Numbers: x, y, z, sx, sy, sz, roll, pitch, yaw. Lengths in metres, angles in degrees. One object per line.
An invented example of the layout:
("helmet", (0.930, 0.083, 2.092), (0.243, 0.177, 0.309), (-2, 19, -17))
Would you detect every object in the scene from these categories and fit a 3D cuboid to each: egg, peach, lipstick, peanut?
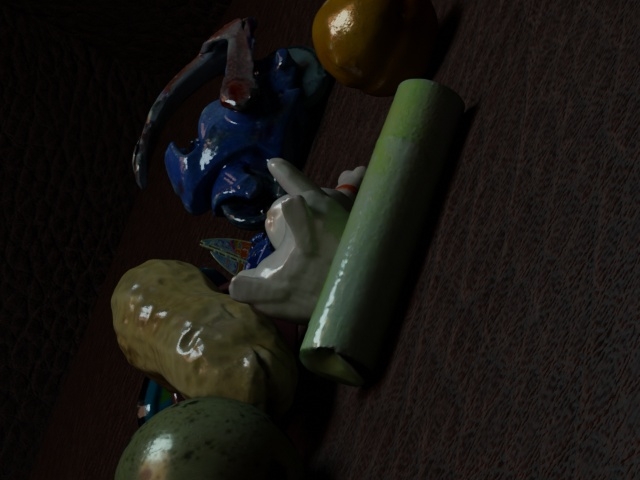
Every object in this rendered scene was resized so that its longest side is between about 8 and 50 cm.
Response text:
("egg", (-0.098, 0.230, 1.620), (0.177, 0.177, 0.228), (-65, -5, 1))
("peach", (0.064, -0.230, 1.950), (0.138, 0.138, 0.138), (-60, 12, 22))
("lipstick", (0.059, -0.010, 1.659), (0.076, 0.076, 0.304), (-40, 28, 65))
("peanut", (-0.122, 0.105, 1.793), (0.290, 0.130, 0.130), (28, 93, 56))

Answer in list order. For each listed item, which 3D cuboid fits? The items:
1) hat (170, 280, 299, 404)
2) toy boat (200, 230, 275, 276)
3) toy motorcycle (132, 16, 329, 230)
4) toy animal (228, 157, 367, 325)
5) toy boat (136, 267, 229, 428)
("hat", (-0.081, 0.132, 1.914), (0.205, 0.089, 0.205), (-28, 53, 44))
("toy boat", (-0.100, 0.022, 2.232), (0.091, 0.110, 0.175), (-64, 9, 5))
("toy motorcycle", (-0.121, -0.146, 2.493), (0.241, 0.182, 0.319), (-13, 47, 41))
("toy animal", (-0.013, -0.003, 1.813), (0.282, 0.138, 0.140), (-97, 30, -72))
("toy boat", (-0.131, 0.148, 2.169), (0.092, 0.134, 0.298), (-15, 36, 25))
